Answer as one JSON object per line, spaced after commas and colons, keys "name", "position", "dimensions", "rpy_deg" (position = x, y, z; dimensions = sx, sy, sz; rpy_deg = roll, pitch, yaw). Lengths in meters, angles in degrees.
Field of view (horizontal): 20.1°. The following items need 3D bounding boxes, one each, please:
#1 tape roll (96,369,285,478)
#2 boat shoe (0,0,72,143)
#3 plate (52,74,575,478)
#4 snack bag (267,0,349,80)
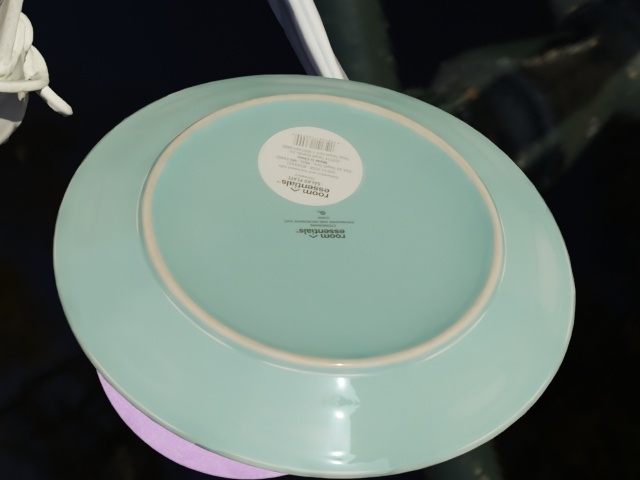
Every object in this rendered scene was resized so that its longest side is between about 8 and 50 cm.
{"name": "tape roll", "position": [-0.062, 0.064, 1.569], "dimensions": [0.275, 0.090, 0.274], "rpy_deg": [-1, 102, -3]}
{"name": "boat shoe", "position": [-0.191, -0.083, 0.872], "dimensions": [0.136, 0.156, 0.367], "rpy_deg": [50, 126, 23]}
{"name": "plate", "position": [0.000, 0.000, 0.637], "dimensions": [0.188, 0.188, 0.024], "rpy_deg": [37, 144, 22]}
{"name": "snack bag", "position": [-0.056, -0.244, 1.076], "dimensions": [0.323, 0.037, 0.342], "rpy_deg": [-117, 1, -53]}
